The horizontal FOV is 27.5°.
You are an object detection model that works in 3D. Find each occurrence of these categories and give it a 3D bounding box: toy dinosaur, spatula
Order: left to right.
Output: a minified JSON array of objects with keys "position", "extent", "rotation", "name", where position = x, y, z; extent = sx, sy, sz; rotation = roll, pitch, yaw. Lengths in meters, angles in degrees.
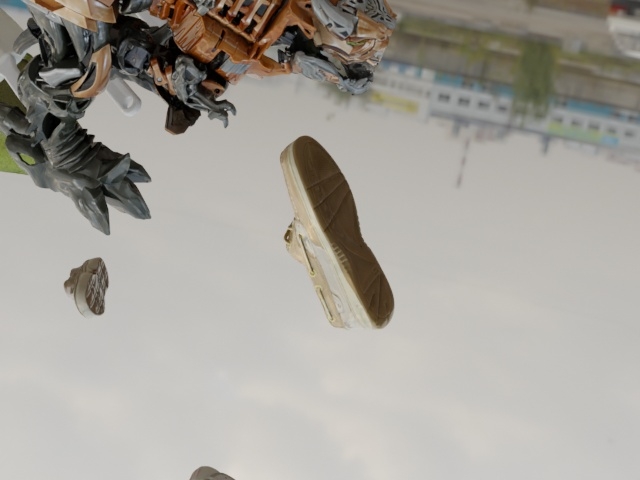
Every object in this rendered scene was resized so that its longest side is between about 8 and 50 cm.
[{"position":[-0.200,-0.161,1.058],"extent":[0.242,0.168,0.019],"rotation":[49,-173,34],"name":"spatula"},{"position":[-0.123,-0.148,0.777],"extent":[0.322,0.218,0.164],"rotation":[33,-125,10],"name":"toy dinosaur"}]

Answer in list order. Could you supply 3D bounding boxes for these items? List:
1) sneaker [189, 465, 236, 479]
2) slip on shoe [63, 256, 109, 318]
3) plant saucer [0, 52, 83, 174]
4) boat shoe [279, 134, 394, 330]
[{"position":[-0.131,0.288,1.368],"extent":[0.090,0.115,0.232],"rotation":[-29,148,17],"name":"sneaker"},{"position":[-0.265,0.054,1.456],"extent":[0.041,0.051,0.135],"rotation":[-14,-160,1],"name":"slip on shoe"},{"position":[-0.332,-0.148,1.367],"extent":[0.188,0.045,0.188],"rotation":[53,-157,24],"name":"plant saucer"},{"position":[0.000,0.000,1.053],"extent":[0.059,0.170,0.063],"rotation":[-15,-166,34],"name":"boat shoe"}]
